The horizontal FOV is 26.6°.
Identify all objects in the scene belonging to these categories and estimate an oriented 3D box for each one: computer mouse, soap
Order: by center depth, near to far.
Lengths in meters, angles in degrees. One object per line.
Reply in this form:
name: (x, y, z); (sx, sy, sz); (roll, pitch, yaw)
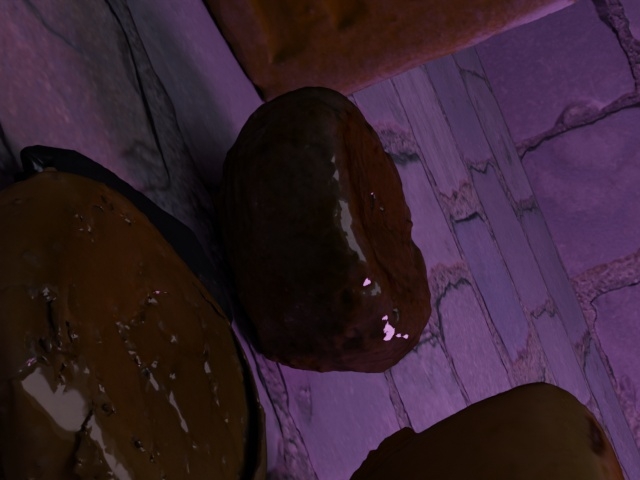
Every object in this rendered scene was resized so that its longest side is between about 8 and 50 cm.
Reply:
computer mouse: (-0.122, 0.012, 0.789); (0.172, 0.057, 0.099); (44, 28, -27)
soap: (0.043, -0.300, 1.212); (0.156, 0.335, 0.293); (-74, 142, -63)

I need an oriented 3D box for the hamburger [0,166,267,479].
hamburger: (-0.113, 0.075, 0.660); (0.214, 0.108, 0.214); (49, 25, -33)

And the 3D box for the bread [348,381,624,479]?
bread: (0.111, 0.299, 0.816); (0.394, 0.250, 0.361); (-77, 143, -68)

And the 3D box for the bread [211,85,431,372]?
bread: (0.000, 0.000, 1.045); (0.230, 0.123, 0.230); (-18, 90, -76)
